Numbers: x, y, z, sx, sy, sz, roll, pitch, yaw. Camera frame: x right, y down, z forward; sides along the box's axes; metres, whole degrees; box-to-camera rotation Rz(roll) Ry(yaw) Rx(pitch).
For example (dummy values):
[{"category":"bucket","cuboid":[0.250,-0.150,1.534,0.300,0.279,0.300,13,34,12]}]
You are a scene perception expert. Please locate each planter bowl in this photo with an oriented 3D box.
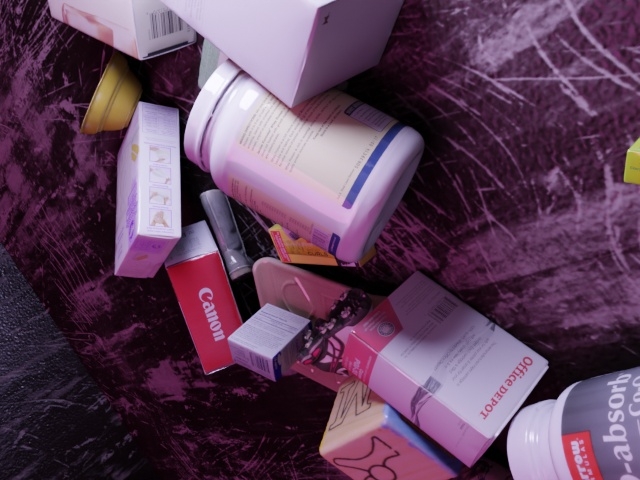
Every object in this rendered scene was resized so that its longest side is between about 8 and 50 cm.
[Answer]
[{"category":"planter bowl","cuboid":[-0.469,-0.324,1.485,0.090,0.217,0.217,24,147,-19]}]

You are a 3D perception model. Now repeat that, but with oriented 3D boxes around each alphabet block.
[{"category":"alphabet block","cuboid":[0.145,0.355,1.240,0.192,0.193,0.197,41,129,-11]}]

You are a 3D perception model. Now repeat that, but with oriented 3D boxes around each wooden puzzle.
[{"category":"wooden puzzle","cuboid":[0.027,0.198,1.414,0.348,0.080,0.322,14,128,34]}]

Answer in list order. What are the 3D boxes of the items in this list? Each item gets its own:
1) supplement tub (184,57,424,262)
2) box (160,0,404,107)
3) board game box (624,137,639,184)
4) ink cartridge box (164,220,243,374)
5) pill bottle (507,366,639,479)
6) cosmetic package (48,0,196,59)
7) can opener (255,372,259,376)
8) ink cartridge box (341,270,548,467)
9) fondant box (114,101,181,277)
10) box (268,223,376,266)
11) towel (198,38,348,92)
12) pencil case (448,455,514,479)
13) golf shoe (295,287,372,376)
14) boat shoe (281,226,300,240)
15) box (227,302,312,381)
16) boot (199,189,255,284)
[{"category":"supplement tub","cuboid":[-0.026,-0.136,1.029,0.325,0.235,0.235,30,138,9]},{"category":"box","cuboid":[-0.076,-0.390,0.950,0.345,0.215,0.168,42,141,16]},{"category":"board game box","cuboid":[0.452,-0.085,0.721,0.181,0.092,0.043,19,131,37]},{"category":"ink cartridge box","cuboid":[-0.273,0.148,1.552,0.272,0.130,0.309,-131,24,-62]},{"category":"pill bottle","cuboid":[0.450,0.279,0.875,0.210,0.210,0.363,55,139,0]},{"category":"cosmetic package","cuboid":[-0.402,-0.479,1.282,0.296,0.153,0.129,32,136,29]},{"category":"can opener","cuboid":[-0.136,0.314,1.699,0.059,0.073,0.186,9,139,-6]},{"category":"ink cartridge box","cuboid":[0.211,0.214,1.114,0.283,0.207,0.117,36,141,23]},{"category":"fondant box","cuboid":[-0.396,-0.110,1.465,0.238,0.096,0.330,-42,49,53]},{"category":"box","cuboid":[0.000,0.000,1.297,0.232,0.058,0.087,3,121,46]},{"category":"towel","cuboid":[-0.102,-0.290,1.204,0.325,0.038,0.247,43,140,17]},{"category":"pencil case","cuboid":[0.374,0.540,1.232,0.410,0.160,0.183,22,141,36]},{"category":"golf shoe","cuboid":[0.055,0.183,1.258,0.120,0.105,0.273,31,145,-4]},{"category":"boat shoe","cuboid":[-0.075,-0.102,1.287,0.219,0.070,0.078,59,-169,23]},{"category":"box","cuboid":[-0.104,0.215,1.375,0.126,0.137,0.072,18,131,32]},{"category":"boot","cuboid":[-0.209,-0.007,1.492,0.208,0.076,0.189,62,176,9]}]
